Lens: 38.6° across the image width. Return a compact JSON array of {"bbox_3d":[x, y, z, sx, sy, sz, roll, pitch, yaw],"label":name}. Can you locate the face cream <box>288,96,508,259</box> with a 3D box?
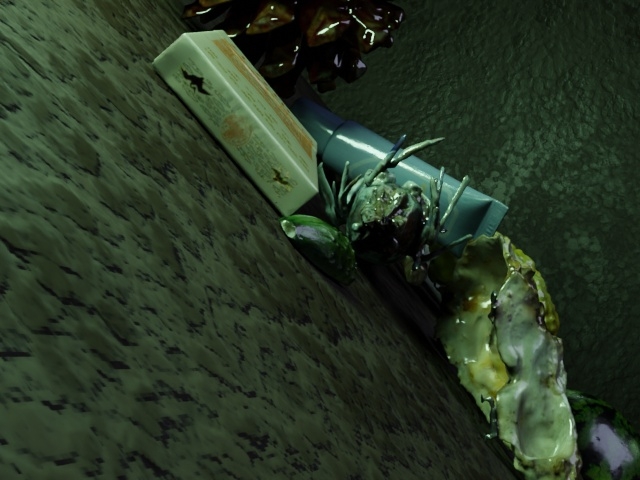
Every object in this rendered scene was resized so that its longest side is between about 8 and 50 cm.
[{"bbox_3d":[0.109,-0.104,1.452,0.385,0.136,0.086,34,43,15],"label":"face cream"}]

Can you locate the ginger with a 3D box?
[{"bbox_3d":[0.090,-0.075,1.590,0.333,0.080,0.166,48,21,5],"label":"ginger"}]

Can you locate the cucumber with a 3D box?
[{"bbox_3d":[0.000,0.000,0.904,0.067,0.035,0.107,57,12,30],"label":"cucumber"}]

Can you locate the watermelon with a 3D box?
[{"bbox_3d":[0.368,0.284,1.248,0.145,0.193,0.137,7,-79,61],"label":"watermelon"}]

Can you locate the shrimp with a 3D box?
[{"bbox_3d":[0.095,-0.036,1.217,0.221,0.166,0.410,17,-10,4],"label":"shrimp"}]

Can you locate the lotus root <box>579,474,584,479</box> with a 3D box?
[{"bbox_3d":[0.314,0.315,1.173,0.099,0.049,0.054,53,4,-27],"label":"lotus root"}]

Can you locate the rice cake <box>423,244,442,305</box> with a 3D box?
[{"bbox_3d":[0.262,0.083,1.741,0.298,0.106,0.050,49,-2,-8],"label":"rice cake"}]

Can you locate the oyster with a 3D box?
[{"bbox_3d":[0.233,0.152,1.109,0.198,0.133,0.337,95,-12,-55],"label":"oyster"}]

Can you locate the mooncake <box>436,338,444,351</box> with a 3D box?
[{"bbox_3d":[0.149,0.058,1.385,0.150,0.057,0.347,1,35,-39],"label":"mooncake"}]

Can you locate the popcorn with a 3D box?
[{"bbox_3d":[0.295,0.106,1.583,0.286,0.173,0.225,59,-5,13],"label":"popcorn"}]

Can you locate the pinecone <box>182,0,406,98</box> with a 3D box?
[{"bbox_3d":[-0.032,-0.402,1.403,0.398,0.397,0.398,49,8,-9],"label":"pinecone"}]

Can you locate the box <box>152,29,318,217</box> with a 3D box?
[{"bbox_3d":[-0.082,-0.150,1.063,0.205,0.051,0.365,49,8,-11],"label":"box"}]
